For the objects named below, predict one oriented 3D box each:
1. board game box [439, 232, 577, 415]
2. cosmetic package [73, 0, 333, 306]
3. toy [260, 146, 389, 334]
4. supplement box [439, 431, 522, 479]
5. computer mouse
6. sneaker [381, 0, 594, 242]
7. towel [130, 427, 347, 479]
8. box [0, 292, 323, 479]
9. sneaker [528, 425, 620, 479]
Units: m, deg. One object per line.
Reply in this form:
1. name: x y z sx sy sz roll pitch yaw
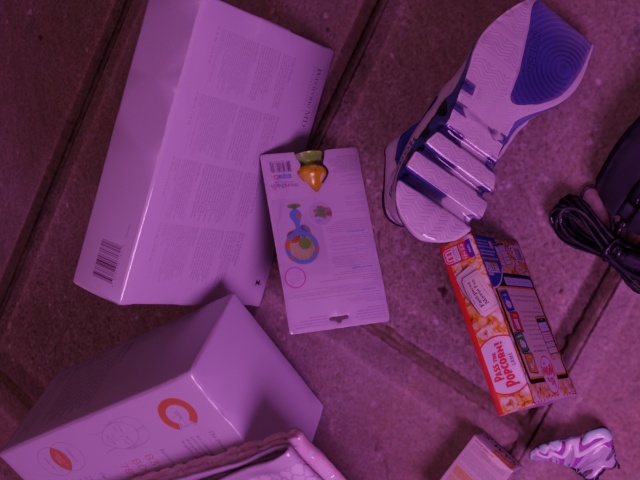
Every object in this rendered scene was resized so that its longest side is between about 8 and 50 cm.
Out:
1. board game box: 0.212 0.092 1.052 0.045 0.147 0.193 -26 72 28
2. cosmetic package: -0.140 -0.105 1.212 0.097 0.284 0.377 20 97 34
3. toy: 0.000 0.000 1.231 0.056 0.137 0.237 148 115 -70
4. supplement box: 0.184 0.286 1.118 0.062 0.036 0.098 43 109 28
5. computer mouse: 0.379 -0.076 1.004 0.188 0.072 0.272 41 108 29
6. sneaker: 0.162 -0.134 1.101 0.127 0.182 0.315 39 79 -12
7. towel: -0.072 0.389 1.160 0.332 0.053 0.317 -24 115 29
8. box: -0.207 0.250 1.239 0.345 0.168 0.215 -25 113 28
9. sneaker: 0.287 0.254 1.055 0.098 0.038 0.069 -25 73 29
